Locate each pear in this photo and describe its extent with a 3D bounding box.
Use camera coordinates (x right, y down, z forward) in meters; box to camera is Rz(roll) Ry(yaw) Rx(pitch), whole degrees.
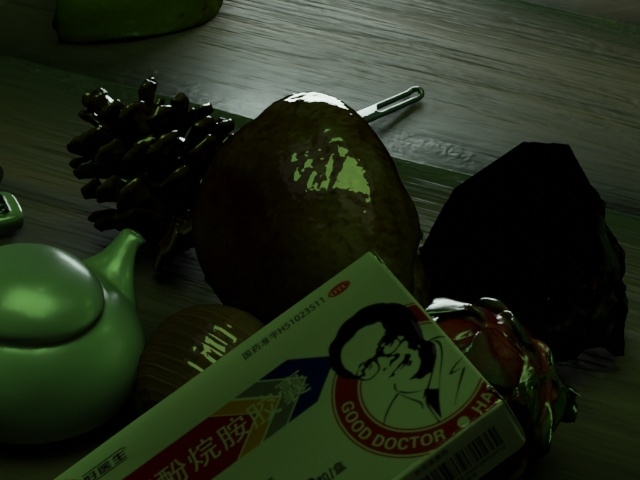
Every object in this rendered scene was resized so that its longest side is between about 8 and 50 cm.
[{"bbox_3d":[-0.238,-0.407,2.096,0.282,0.176,0.286,-1,35,-10],"label":"pear"}]

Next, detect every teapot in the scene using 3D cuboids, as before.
[{"bbox_3d":[-0.316,0.072,1.387,0.318,0.149,0.220,6,32,1],"label":"teapot"}]

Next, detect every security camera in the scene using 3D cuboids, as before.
[{"bbox_3d":[-0.354,-0.044,1.652,0.058,0.058,0.092,-17,47,-28],"label":"security camera"}]

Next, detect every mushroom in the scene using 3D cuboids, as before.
[{"bbox_3d":[-0.005,0.010,1.421,0.195,0.263,0.283,-32,84,-37],"label":"mushroom"}]

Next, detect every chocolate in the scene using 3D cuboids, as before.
[{"bbox_3d":[0.225,0.051,1.516,0.177,0.206,0.224,38,31,-32],"label":"chocolate"}]

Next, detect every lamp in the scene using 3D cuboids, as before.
[{"bbox_3d":[-0.097,0.123,1.345,0.136,0.136,0.136,3,34,-2],"label":"lamp"}]

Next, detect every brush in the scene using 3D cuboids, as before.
[{"bbox_3d":[0.043,-0.141,1.861,0.062,0.027,0.266,28,37,31],"label":"brush"}]

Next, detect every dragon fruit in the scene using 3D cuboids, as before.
[{"bbox_3d":[0.120,0.136,1.304,0.182,0.182,0.188,17,6,19],"label":"dragon fruit"}]

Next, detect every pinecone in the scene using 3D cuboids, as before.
[{"bbox_3d":[-0.175,-0.077,1.610,0.212,0.169,0.185,28,25,12],"label":"pinecone"}]

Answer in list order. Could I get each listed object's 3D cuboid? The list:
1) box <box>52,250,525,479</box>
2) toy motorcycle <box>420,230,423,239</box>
[{"bbox_3d":[-0.043,0.180,1.186,0.353,0.069,0.214,-35,42,-5],"label":"box"},{"bbox_3d":[0.010,-0.006,1.611,0.190,0.074,0.106,-19,49,-31],"label":"toy motorcycle"}]
